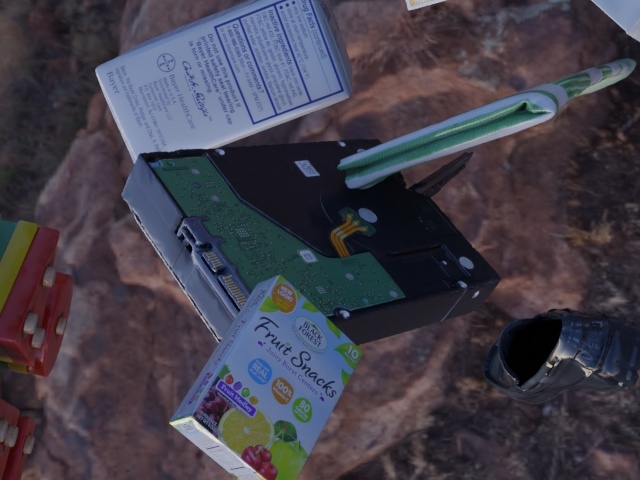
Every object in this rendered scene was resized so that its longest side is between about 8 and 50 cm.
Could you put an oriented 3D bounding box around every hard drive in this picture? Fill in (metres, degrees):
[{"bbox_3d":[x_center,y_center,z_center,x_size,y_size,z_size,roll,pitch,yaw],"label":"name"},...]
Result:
[{"bbox_3d":[0.000,0.000,0.950,0.237,0.339,0.064,51,128,26],"label":"hard drive"}]

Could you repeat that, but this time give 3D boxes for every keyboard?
[{"bbox_3d":[0.106,-0.040,1.291,0.201,0.317,0.033,-36,88,25],"label":"keyboard"}]

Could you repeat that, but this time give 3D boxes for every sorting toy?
[{"bbox_3d":[-0.256,0.099,0.705,0.257,0.089,0.255,121,161,-72],"label":"sorting toy"}]

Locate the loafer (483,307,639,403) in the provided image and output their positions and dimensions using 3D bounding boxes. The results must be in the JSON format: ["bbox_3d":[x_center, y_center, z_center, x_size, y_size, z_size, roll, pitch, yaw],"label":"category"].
[{"bbox_3d":[0.182,0.091,0.782,0.223,0.078,0.076,141,148,-73],"label":"loafer"}]

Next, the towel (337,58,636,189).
[{"bbox_3d":[0.191,-0.131,1.026,0.248,0.325,0.038,-19,93,33],"label":"towel"}]

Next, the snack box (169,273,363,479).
[{"bbox_3d":[-0.038,0.111,0.727,0.037,0.100,0.141,-23,28,49],"label":"snack box"}]

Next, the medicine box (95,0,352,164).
[{"bbox_3d":[-0.115,-0.230,1.257,0.289,0.263,0.149,-19,107,8],"label":"medicine box"}]

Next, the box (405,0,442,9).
[{"bbox_3d":[0.243,-0.517,1.726,0.203,0.114,0.103,-11,35,17],"label":"box"}]

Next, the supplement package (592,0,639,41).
[{"bbox_3d":[0.489,-0.379,1.366,0.149,0.203,0.194,-52,48,26],"label":"supplement package"}]
